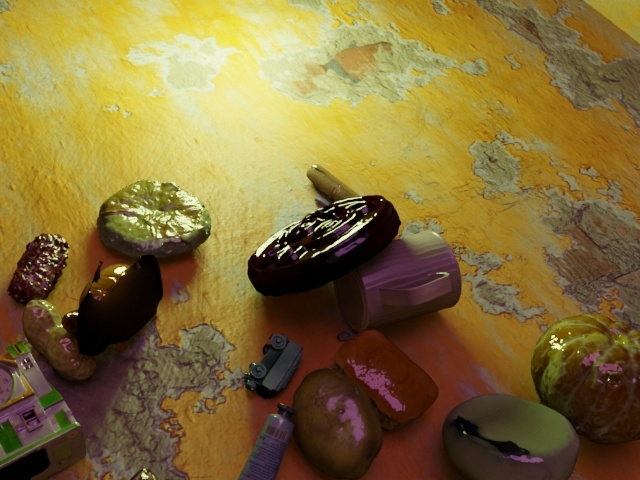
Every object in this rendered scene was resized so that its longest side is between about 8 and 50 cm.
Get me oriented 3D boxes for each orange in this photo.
[{"bbox_3d":[0.652,0.320,1.727,0.329,0.249,0.329,21,24,-10],"label":"orange"}]

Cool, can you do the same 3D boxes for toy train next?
[{"bbox_3d":[-0.108,0.295,1.735,0.099,0.070,0.172,32,50,4],"label":"toy train"}]

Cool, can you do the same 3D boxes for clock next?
[{"bbox_3d":[-0.659,0.348,1.507,0.235,0.166,0.309,-26,56,-30],"label":"clock"}]

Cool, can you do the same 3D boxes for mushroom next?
[{"bbox_3d":[-0.382,0.539,1.467,0.060,0.061,0.187,25,52,4],"label":"mushroom"}]

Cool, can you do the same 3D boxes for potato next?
[{"bbox_3d":[0.034,0.397,1.609,0.228,0.197,0.148,28,4,29],"label":"potato"}]

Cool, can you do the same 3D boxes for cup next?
[{"bbox_3d":[0.204,0.118,1.846,0.273,0.208,0.288,-14,37,-20],"label":"cup"}]

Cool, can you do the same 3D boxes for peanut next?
[{"bbox_3d":[-0.593,0.227,1.671,0.229,0.098,0.103,39,97,19],"label":"peanut"}]

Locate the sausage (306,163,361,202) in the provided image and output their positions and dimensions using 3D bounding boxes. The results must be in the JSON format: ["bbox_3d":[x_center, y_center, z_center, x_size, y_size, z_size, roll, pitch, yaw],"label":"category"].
[{"bbox_3d":[0.076,-0.127,2.155,0.301,0.066,0.065,37,52,23],"label":"sausage"}]

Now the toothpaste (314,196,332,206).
[{"bbox_3d":[0.022,-0.103,2.156,0.083,0.015,0.024,24,47,3],"label":"toothpaste"}]

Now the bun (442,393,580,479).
[{"bbox_3d":[0.408,0.470,1.606,0.293,0.187,0.293,3,19,-1],"label":"bun"}]

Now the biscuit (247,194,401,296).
[{"bbox_3d":[0.000,0.000,1.845,0.407,0.091,0.407,-23,18,8],"label":"biscuit"}]

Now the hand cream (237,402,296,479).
[{"bbox_3d":[-0.125,0.472,1.541,0.091,0.058,0.271,22,72,6],"label":"hand cream"}]

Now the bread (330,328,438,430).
[{"bbox_3d":[0.146,0.325,1.722,0.174,0.121,0.245,-31,58,-31],"label":"bread"}]

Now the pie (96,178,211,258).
[{"bbox_3d":[-0.446,-0.055,1.978,0.306,0.071,0.306,6,44,-6],"label":"pie"}]

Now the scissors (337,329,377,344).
[{"bbox_3d":[0.102,0.238,1.862,0.119,0.014,0.058,-19,56,-22],"label":"scissors"}]

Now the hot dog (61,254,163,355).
[{"bbox_3d":[-0.497,0.140,1.709,0.107,0.194,0.326,-9,5,22],"label":"hot dog"}]

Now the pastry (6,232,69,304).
[{"bbox_3d":[-0.687,0.062,1.811,0.115,0.097,0.209,19,45,-8],"label":"pastry"}]
